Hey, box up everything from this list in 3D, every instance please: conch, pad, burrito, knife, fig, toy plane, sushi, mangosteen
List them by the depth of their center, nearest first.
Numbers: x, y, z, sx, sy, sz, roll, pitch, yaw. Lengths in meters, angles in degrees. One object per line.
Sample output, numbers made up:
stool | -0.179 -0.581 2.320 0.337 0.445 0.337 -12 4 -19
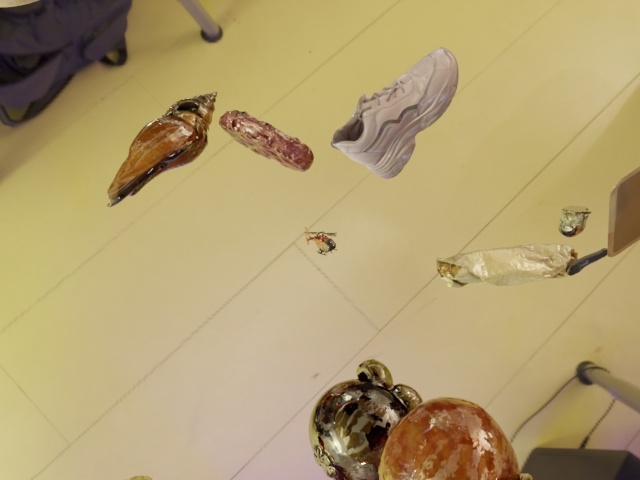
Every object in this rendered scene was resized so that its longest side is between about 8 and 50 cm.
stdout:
fig | 0.181 0.312 0.950 0.205 0.205 0.205 1 74 -5
conch | -0.213 -0.135 1.014 0.080 0.086 0.233 17 45 13
sushi | 0.405 -0.028 1.121 0.044 0.083 0.046 12 104 33
mangosteen | 0.078 0.326 1.218 0.209 0.210 0.210 1 74 -5
pad | 0.609 -0.073 1.325 0.176 0.266 0.002 -34 54 -2
knife | 0.661 0.051 1.752 0.121 0.018 0.031 -26 116 5
burrito | 0.487 0.066 1.807 0.392 0.076 0.117 -4 47 -14
toy plane | 0.000 0.000 1.837 0.037 0.145 0.060 -26 113 -27

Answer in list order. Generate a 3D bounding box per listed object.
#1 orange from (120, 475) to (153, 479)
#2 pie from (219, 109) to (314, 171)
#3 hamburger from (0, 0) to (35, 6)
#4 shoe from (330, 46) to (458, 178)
orange | -0.342 0.515 1.313 0.156 0.134 0.157 0 88 -8
pie | -0.077 -0.143 1.028 0.154 0.154 0.036 27 88 3
hamburger | -0.333 -0.398 0.794 0.295 0.151 0.227 -41 73 -15
shoe | 0.122 -0.221 1.180 0.137 0.245 0.095 13 32 -38
